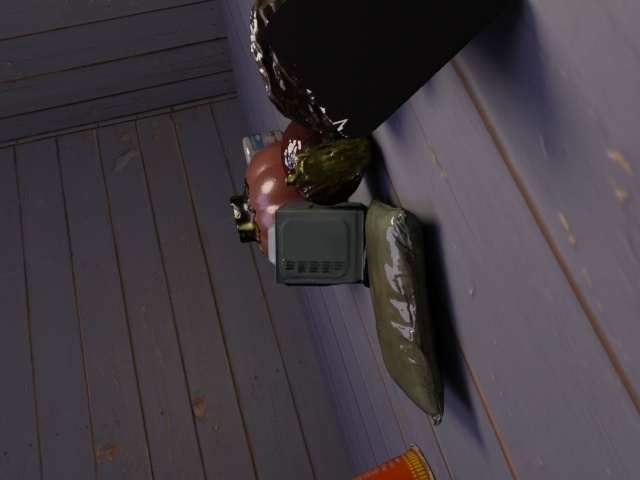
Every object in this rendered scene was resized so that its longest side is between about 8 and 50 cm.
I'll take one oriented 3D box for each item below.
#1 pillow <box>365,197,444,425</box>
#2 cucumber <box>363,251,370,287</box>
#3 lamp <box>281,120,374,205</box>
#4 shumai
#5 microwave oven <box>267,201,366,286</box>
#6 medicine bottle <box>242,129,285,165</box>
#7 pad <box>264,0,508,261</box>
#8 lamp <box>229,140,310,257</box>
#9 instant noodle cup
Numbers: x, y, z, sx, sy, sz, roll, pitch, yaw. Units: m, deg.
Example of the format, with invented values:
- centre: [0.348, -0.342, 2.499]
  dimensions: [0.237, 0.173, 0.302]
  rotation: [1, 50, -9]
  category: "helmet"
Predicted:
- centre: [0.117, 0.094, 0.710]
  dimensions: [0.185, 0.075, 0.302]
  rotation: [-135, 34, -77]
  category: "pillow"
- centre: [0.095, 0.044, 0.907]
  dimensions: [0.133, 0.032, 0.032]
  rotation: [88, 165, -59]
  category: "cucumber"
- centre: [0.017, -0.133, 0.788]
  dimensions: [0.156, 0.135, 0.157]
  rotation: [21, -117, -49]
  category: "lamp"
- centre: [0.027, -0.234, 0.600]
  dimensions: [0.176, 0.166, 0.206]
  rotation: [5, 146, 44]
  category: "shumai"
- centre: [0.000, 0.000, 0.858]
  dimensions: [0.208, 0.162, 0.122]
  rotation: [-73, -18, -82]
  category: "microwave oven"
- centre: [-0.108, -0.231, 1.278]
  dimensions: [0.105, 0.168, 0.105]
  rotation: [166, 90, -81]
  category: "medicine bottle"
- centre: [-0.002, -0.141, 0.482]
  dimensions: [0.323, 0.055, 0.250]
  rotation: [-56, 43, 27]
  category: "pad"
- centre: [-0.081, -0.073, 1.134]
  dimensions: [0.305, 0.240, 0.305]
  rotation: [165, 90, -82]
  category: "lamp"
- centre: [0.118, 0.530, 0.989]
  dimensions: [0.193, 0.212, 0.193]
  rotation: [165, 90, -82]
  category: "instant noodle cup"
